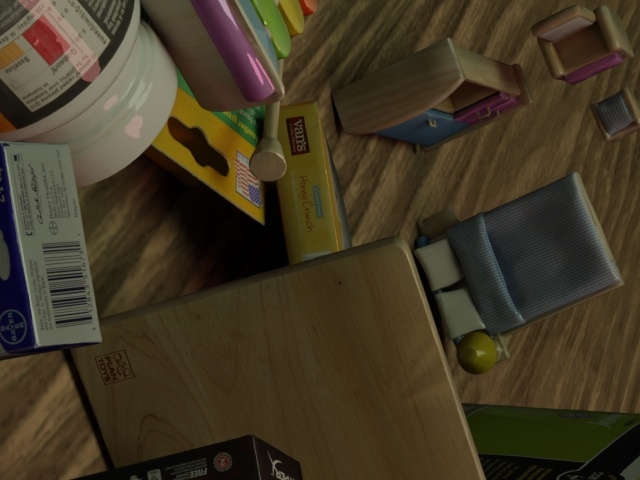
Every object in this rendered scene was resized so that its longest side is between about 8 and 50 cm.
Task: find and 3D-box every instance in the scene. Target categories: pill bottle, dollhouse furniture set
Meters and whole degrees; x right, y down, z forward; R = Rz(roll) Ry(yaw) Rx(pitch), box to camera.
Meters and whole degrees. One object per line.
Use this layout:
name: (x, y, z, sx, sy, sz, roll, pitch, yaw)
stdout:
pill bottle: (-0.213, -0.161, 1.088, 0.278, 0.162, 0.162, 52, 37, -47)
dollhouse furniture set: (0.199, -0.046, 1.723, 0.198, 0.286, 0.303, 3, 65, -63)

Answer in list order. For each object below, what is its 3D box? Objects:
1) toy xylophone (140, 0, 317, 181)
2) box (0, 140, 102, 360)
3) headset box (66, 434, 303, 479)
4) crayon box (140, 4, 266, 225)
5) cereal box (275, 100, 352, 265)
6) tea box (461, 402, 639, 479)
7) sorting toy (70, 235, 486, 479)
toy xylophone: (-0.055, -0.197, 1.296, 0.322, 0.081, 0.236, -87, 153, -45)
box: (-0.216, 0.013, 1.046, 0.072, 0.137, 0.126, -3, 83, -62)
headset box: (-0.099, 0.287, 1.017, 0.110, 0.218, 0.293, 47, 30, -68)
crayon box: (-0.123, -0.186, 1.373, 0.203, 0.083, 0.323, 37, 47, -53)
cereal box: (0.000, 0.000, 1.474, 0.240, 0.047, 0.173, 71, 10, -74)
tea box: (0.213, 0.287, 1.544, 0.329, 0.323, 0.220, -15, 105, -63)
sorting toy: (-0.018, 0.140, 1.276, 0.089, 0.255, 0.257, -67, 140, -72)
